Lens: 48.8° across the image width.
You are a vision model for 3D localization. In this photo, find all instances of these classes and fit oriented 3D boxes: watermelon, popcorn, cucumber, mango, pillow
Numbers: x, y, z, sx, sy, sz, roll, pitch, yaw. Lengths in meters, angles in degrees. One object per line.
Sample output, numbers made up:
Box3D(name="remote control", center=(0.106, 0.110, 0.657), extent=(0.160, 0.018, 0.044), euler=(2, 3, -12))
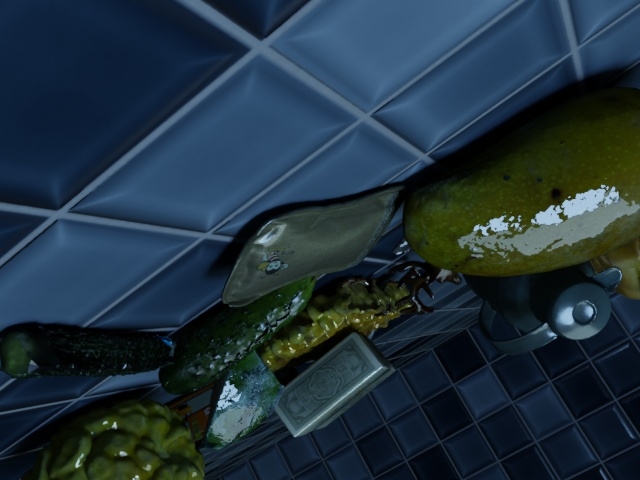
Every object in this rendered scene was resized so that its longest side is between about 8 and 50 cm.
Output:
Box3D(name="watermelon", center=(-0.113, 0.219, 0.971), extent=(0.080, 0.101, 0.155), euler=(-16, -133, 59))
Box3D(name="popcorn", center=(-0.267, 0.311, 0.926), extent=(0.217, 0.181, 0.235), euler=(-30, 159, 14))
Box3D(name="cucumber", center=(-0.092, 0.098, 0.790), extent=(0.227, 0.069, 0.069), euler=(-37, 163, 13))
Box3D(name="mango", center=(0.251, -0.049, 0.758), extent=(0.330, 0.176, 0.175), euler=(-31, -164, -5))
Box3D(name="pillow", center=(0.000, 0.000, 0.702), extent=(0.218, 0.033, 0.130), euler=(-13, 145, -45))
Box3D(name="cucumber", center=(-0.205, 0.108, 0.666), extent=(0.044, 0.043, 0.257), euler=(-28, 165, 11))

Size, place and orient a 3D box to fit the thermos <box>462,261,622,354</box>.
Box3D(name="thermos", center=(0.293, 0.066, 0.997), extent=(0.182, 0.145, 0.286), euler=(-41, -167, 5))

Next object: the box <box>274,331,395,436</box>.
Box3D(name="box", center=(0.029, 0.228, 1.121), extent=(0.164, 0.069, 0.256), euler=(-39, 165, 1))

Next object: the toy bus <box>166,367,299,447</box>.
Box3D(name="toy bus", center=(-0.221, 0.307, 1.150), extent=(0.409, 0.092, 0.093), euler=(-26, 165, -15))

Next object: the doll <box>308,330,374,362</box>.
Box3D(name="doll", center=(0.010, 0.192, 1.270), extent=(0.227, 0.057, 0.114), euler=(-31, 160, 13))

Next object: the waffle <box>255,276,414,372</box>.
Box3D(name="waffle", center=(0.026, 0.123, 1.075), extent=(0.283, 0.065, 0.309), euler=(-22, 166, -19))

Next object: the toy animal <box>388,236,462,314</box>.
Box3D(name="toy animal", center=(0.173, -0.004, 0.954), extent=(0.260, 0.087, 0.243), euler=(-34, 150, 17))

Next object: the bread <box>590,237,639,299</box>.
Box3D(name="bread", center=(0.463, -0.038, 1.008), extent=(0.211, 0.270, 0.316), euler=(-47, 155, 8))
